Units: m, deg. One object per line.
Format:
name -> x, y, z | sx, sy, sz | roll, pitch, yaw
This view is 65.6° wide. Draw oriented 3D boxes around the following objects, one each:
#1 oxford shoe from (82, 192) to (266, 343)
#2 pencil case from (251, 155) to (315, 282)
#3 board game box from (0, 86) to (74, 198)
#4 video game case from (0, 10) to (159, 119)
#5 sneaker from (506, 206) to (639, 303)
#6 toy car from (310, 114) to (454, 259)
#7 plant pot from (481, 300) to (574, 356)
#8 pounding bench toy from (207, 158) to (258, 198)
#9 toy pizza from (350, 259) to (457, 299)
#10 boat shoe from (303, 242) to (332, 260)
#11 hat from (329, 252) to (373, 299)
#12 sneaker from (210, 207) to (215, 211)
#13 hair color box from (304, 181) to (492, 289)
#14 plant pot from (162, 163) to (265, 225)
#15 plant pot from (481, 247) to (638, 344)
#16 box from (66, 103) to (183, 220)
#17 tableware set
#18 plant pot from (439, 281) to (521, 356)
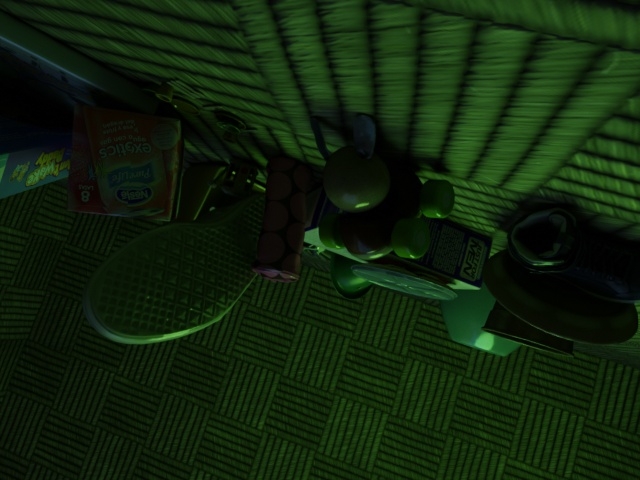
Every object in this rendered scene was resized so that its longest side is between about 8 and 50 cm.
oxford shoe -> -0.200, 0.037, 0.820 | 0.130, 0.169, 0.449 | -16, -167, 31
pencil case -> -0.065, -0.031, 0.842 | 0.095, 0.209, 0.098 | 17, 158, -24
board game box -> -0.537, -0.178, 0.799 | 0.233, 0.078, 0.347 | 27, -165, -7
video game case -> -0.447, -0.261, 0.742 | 0.329, 0.036, 0.300 | 24, 171, -38
sneaker -> 0.366, 0.023, 0.674 | 0.226, 0.086, 0.163 | 16, 175, 25
toy car -> 0.058, -0.083, 0.644 | 0.155, 0.149, 0.188 | 6, 138, 43
plant pot -> 0.411, 0.116, 0.943 | 0.167, 0.165, 0.167 | 19, 172, 3
pounding bench toy -> -0.169, -0.124, 0.957 | 0.083, 0.065, 0.052 | 17, 172, 2
toy pizza -> 0.155, 0.069, 0.922 | 0.201, 0.032, 0.201 | 16, 170, 3
boat shoe -> 0.000, 0.000, 1.363 | 0.302, 0.091, 0.114 | 25, 170, -42
hat -> 0.156, 0.058, 1.223 | 0.183, 0.208, 0.173 | 0, 119, 47
sneaker -> -0.201, -0.060, 1.457 | 0.305, 0.114, 0.152 | 25, -176, -19
hair color box -> 0.131, -0.005, 0.961 | 0.339, 0.110, 0.185 | 22, 170, -16
plant pot -> -0.240, -0.060, 1.149 | 0.212, 0.212, 0.187 | 26, -178, -45
plant pot -> 0.375, 0.070, 0.778 | 0.236, 0.032, 0.236 | 7, -150, -4
box -> -0.307, -0.114, 0.826 | 0.142, 0.154, 0.300 | 6, -177, -14
tableware set -> -0.175, -0.182, 0.719 | 0.104, 0.024, 0.154 | 12, 171, 43
plant pot -> 0.428, 0.182, 1.270 | 0.290, 0.195, 0.290 | 18, 172, 3
